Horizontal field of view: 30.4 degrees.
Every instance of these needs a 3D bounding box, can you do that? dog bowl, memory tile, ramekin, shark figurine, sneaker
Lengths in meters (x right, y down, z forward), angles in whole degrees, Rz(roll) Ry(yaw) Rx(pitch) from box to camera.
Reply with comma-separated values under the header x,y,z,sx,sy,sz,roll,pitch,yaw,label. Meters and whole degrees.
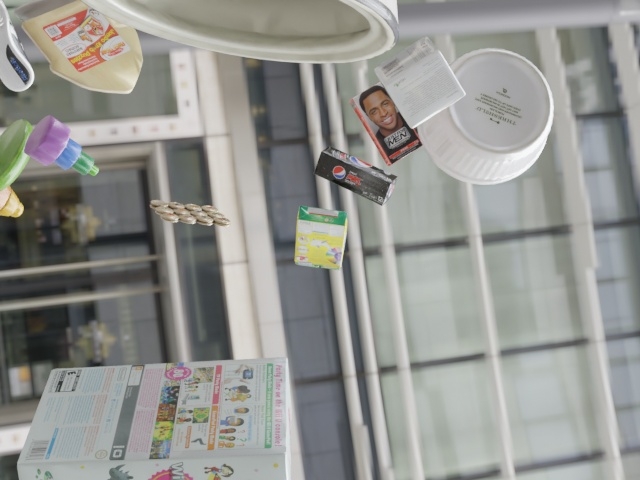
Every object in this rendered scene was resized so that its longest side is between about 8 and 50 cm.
x,y,z,sx,sy,sz,roll,pitch,yaw,label
-0.095,-0.342,1.425,0.408,0.408,0.150,169,-68,-75,dog bowl
-0.264,-0.056,2.388,0.113,0.148,0.012,40,-58,59,memory tile
0.334,-0.254,2.321,0.127,0.273,0.272,122,-41,-75,ramekin
-0.412,-0.468,2.137,0.166,0.278,0.116,43,-18,33,shark figurine
-0.605,-0.386,2.175,0.121,0.079,0.217,51,-17,56,sneaker

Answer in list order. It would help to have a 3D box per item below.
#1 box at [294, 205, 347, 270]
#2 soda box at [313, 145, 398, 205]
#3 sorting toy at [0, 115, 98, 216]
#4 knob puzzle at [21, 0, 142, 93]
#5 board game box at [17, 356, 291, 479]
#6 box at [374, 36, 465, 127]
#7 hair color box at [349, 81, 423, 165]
x,y,z,sx,sy,sz,roll,pitch,yaw,label
0.000,0.000,2.501,0.179,0.105,0.043,96,2,-53,box
0.075,-0.139,2.516,0.053,0.169,0.060,-42,155,-63,soda box
-0.454,-0.096,1.809,0.365,0.126,0.127,-13,-130,48,sorting toy
-0.394,-0.325,2.042,0.030,0.213,0.213,-47,-131,49,knob puzzle
-0.188,0.239,1.423,0.224,0.303,0.097,-92,179,-66,board game box
0.152,-0.244,1.815,0.087,0.102,0.101,56,6,-23,box
0.120,-0.214,2.151,0.141,0.072,0.043,58,-6,-3,hair color box
